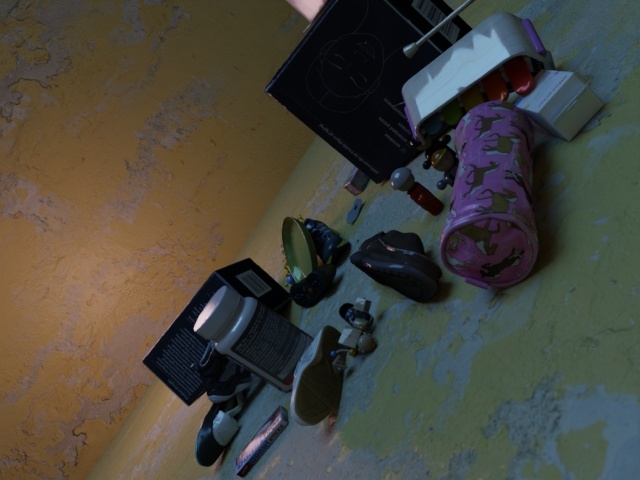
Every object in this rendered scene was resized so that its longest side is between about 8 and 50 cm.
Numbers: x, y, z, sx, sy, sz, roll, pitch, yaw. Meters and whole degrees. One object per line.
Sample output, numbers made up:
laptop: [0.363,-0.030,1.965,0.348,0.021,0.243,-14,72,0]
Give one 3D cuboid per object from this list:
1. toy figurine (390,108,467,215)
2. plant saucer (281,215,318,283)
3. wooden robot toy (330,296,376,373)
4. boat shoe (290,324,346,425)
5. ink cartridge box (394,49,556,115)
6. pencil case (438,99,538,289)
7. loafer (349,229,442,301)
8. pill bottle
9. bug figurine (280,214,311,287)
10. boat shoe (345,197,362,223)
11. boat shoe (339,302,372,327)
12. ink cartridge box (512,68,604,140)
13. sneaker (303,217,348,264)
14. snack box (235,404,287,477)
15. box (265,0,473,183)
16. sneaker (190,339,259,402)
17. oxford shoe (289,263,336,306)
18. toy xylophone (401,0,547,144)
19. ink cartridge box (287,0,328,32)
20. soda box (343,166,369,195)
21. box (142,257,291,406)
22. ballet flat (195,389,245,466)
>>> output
toy figurine: [0.282,-0.187,1.281,0.209,0.148,0.213,-26,30,60]
plant saucer: [-0.063,0.036,1.777,0.037,0.241,0.241,-15,0,-22]
wooden robot toy: [0.089,0.211,1.188,0.079,0.076,0.173,10,65,33]
boat shoe: [-0.013,0.304,1.204,0.096,0.098,0.277,-45,8,31]
ink cartridge box: [0.351,-0.345,1.281,0.332,0.065,0.165,-16,2,41]
pencil case: [0.303,-0.093,0.993,0.160,0.167,0.386,-17,32,30]
loafer: [0.161,0.029,1.194,0.130,0.133,0.366,-55,15,-4]
pill bottle: [-0.164,0.246,1.411,0.161,0.283,0.161,-48,16,19]
bug figurine: [-0.081,0.034,2.004,0.216,0.072,0.279,-62,16,19]
boat shoe: [0.109,-0.092,1.832,0.035,0.035,0.100,96,-164,-62]
boat shoe: [0.079,0.177,1.298,0.049,0.042,0.133,-53,16,-8]
ink cartridge box: [0.447,-0.255,1.045,0.092,0.090,0.143,-50,16,14]
sneaker: [0.000,0.000,1.774,0.111,0.121,0.300,-54,15,1]
snack box: [-0.141,0.480,1.327,0.178,0.022,0.064,-51,16,7]
box: [0.178,-0.509,1.675,0.471,0.479,0.297,-39,19,43]
sneaker: [-0.234,0.333,1.579,0.268,0.153,0.101,-34,16,-7]
oxford shoe: [-0.017,0.134,1.651,0.096,0.083,0.227,-36,0,-38]
toy xylophone: [0.294,-0.362,1.160,0.322,0.081,0.236,-25,60,37]
ink cartridge box: [0.020,-0.775,1.595,0.207,0.119,0.353,-55,13,-19]
soda box: [0.154,-0.251,1.992,0.183,0.058,0.063,-59,16,-23]
box: [-0.324,0.283,1.792,0.395,0.212,0.293,-49,-6,15]
ballet flat: [-0.273,0.499,1.564,0.096,0.095,0.280,-30,24,22]
